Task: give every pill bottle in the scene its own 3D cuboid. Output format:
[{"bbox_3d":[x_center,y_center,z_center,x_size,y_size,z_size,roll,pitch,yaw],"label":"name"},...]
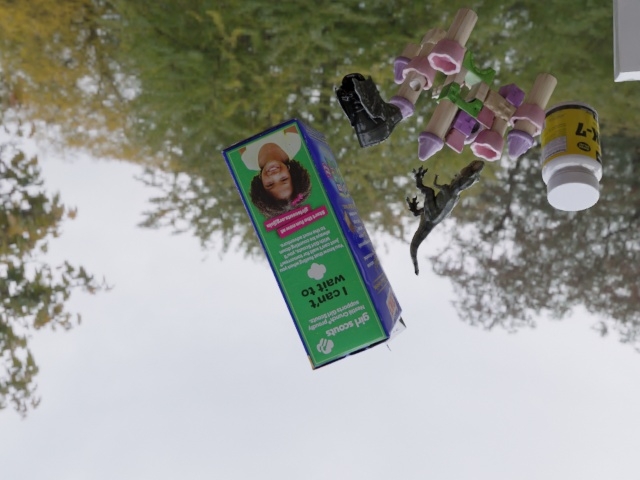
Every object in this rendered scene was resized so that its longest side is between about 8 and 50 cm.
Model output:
[{"bbox_3d":[0.515,-0.173,1.636,0.119,0.119,0.208,5,-121,5],"label":"pill bottle"}]

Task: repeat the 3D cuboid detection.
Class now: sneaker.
[{"bbox_3d":[0.058,-0.171,0.984,0.051,0.089,0.170,-19,-162,20],"label":"sneaker"}]

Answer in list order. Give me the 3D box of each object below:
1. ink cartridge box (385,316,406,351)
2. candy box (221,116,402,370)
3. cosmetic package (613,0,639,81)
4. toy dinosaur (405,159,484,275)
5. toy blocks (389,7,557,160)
[{"bbox_3d":[0.079,0.088,1.516,0.065,0.332,0.165,-30,-120,7],"label":"ink cartridge box"},{"bbox_3d":[0.000,0.000,1.153,0.122,0.317,0.268,-25,178,9],"label":"candy box"},{"bbox_3d":[0.641,-0.457,1.645,0.060,0.239,0.099,-1,-179,15],"label":"cosmetic package"},{"bbox_3d":[0.212,-0.067,1.543,0.064,0.268,0.118,0,-138,-36],"label":"toy dinosaur"},{"bbox_3d":[0.266,-0.259,1.640,0.289,0.260,0.309,32,165,-19],"label":"toy blocks"}]
